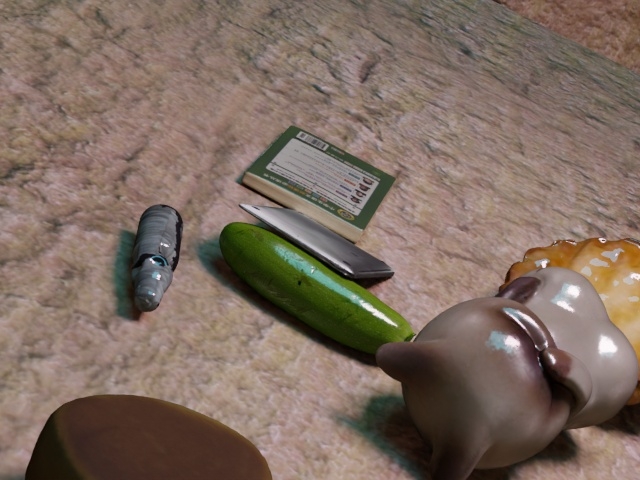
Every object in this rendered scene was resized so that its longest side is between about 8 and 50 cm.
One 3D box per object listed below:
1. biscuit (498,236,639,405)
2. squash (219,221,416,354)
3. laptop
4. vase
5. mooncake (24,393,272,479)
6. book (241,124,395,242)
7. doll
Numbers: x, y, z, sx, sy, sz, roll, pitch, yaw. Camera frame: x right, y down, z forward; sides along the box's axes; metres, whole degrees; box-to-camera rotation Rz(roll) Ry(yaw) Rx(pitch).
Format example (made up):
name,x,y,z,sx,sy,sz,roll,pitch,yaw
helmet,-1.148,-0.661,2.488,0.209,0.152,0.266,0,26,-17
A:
name,x,y,z,sx,sy,sz,roll,pitch,yaw
biscuit,0.417,0.120,2.032,0.325,0.107,0.326,1,40,0
squash,-0.012,0.066,1.838,0.292,0.082,0.082,32,26,10
laptop,0.000,0.000,1.960,0.187,0.015,0.269,31,7,13
vase,-0.207,0.026,1.759,0.060,0.060,0.211,20,27,-12
mooncake,-0.166,0.243,1.317,0.234,0.117,0.235,19,25,-9
book,0.003,-0.095,2.223,0.202,0.027,0.264,28,25,3
doll,0.250,0.159,1.758,0.370,0.226,0.215,-14,81,-60
